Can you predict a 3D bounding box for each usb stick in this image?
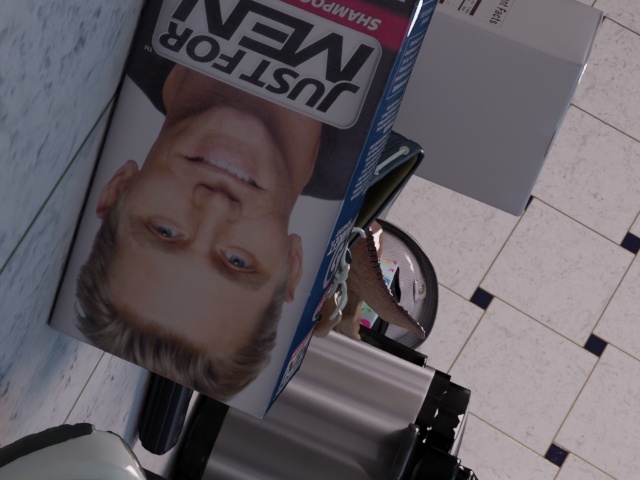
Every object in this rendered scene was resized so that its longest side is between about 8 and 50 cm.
[{"bbox_3d":[-0.139,0.105,1.403,0.077,0.045,0.278,-71,179,-57],"label":"usb stick"}]

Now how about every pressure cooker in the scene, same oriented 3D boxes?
[{"bbox_3d":[0.034,0.324,1.925,0.370,0.420,0.375,-52,163,-66],"label":"pressure cooker"}]

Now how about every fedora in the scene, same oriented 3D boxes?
[{"bbox_3d":[0.079,0.099,2.395,0.124,0.243,0.275,-37,138,-60],"label":"fedora"}]

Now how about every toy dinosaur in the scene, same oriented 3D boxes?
[{"bbox_3d":[0.014,-0.008,1.481,0.127,0.295,0.200,16,103,-40],"label":"toy dinosaur"}]

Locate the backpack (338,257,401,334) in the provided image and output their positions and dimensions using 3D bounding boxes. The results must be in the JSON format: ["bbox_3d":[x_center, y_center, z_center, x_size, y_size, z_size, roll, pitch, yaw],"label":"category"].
[{"bbox_3d":[0.027,0.127,2.227,0.253,0.191,0.225,-62,179,20],"label":"backpack"}]

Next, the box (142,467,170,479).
[{"bbox_3d":[-0.189,0.354,1.404,0.247,0.142,0.163,100,16,-62],"label":"box"}]

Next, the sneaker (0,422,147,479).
[{"bbox_3d":[-0.149,0.329,0.974,0.182,0.158,0.410,-115,-174,-50],"label":"sneaker"}]

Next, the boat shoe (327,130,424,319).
[{"bbox_3d":[0.000,0.000,1.155,0.254,0.079,0.095,-53,159,-28],"label":"boat shoe"}]

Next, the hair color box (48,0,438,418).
[{"bbox_3d":[-0.049,-0.070,0.941,0.105,0.174,0.347,-50,161,-69],"label":"hair color box"}]

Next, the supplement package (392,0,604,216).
[{"bbox_3d":[0.111,-0.183,1.371,0.175,0.293,0.177,-58,169,-58],"label":"supplement package"}]
